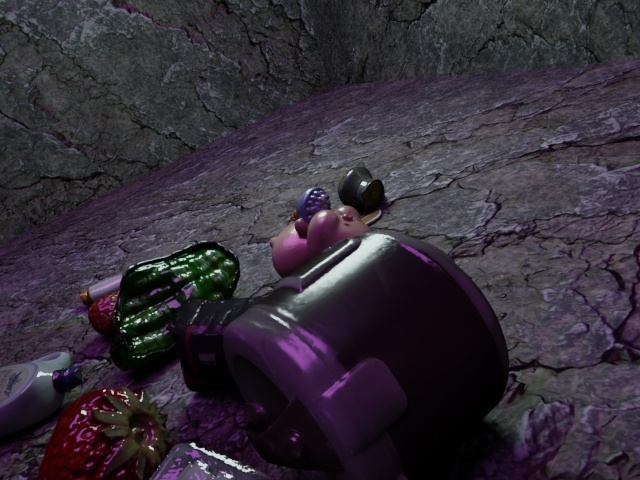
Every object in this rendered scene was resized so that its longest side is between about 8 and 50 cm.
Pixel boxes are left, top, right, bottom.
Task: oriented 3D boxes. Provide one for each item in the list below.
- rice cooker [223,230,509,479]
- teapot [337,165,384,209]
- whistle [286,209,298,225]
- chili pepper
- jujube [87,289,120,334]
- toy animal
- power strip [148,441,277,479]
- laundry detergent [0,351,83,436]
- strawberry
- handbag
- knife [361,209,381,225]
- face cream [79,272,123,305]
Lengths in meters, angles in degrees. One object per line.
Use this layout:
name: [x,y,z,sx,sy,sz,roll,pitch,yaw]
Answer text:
rice cooker: [0.044,0.179,0.714,0.325,0.335,0.335,-34,28,-25]
teapot: [0.132,-0.153,1.566,0.165,0.130,0.119,0,22,-46]
whistle: [-0.071,-0.065,1.628,0.046,0.057,0.109,21,4,-19]
chili pepper: [-0.362,0.143,1.250,0.385,0.213,0.167,-41,-10,-45]
jujube: [-0.516,0.182,1.368,0.176,0.109,0.112,-24,61,-28]
toy animal: [0.003,0.021,1.220,0.221,0.229,0.210,-53,-11,25]
power strip: [-0.172,0.374,0.705,0.198,0.064,0.213,12,36,18]
laundry detergent: [-0.658,0.331,1.159,0.280,0.105,0.215,-22,23,0]
strawberry: [-0.366,0.360,0.845,0.244,0.205,0.205,-37,20,18]
handbag: [-0.172,0.203,0.991,0.215,0.169,0.155,-5,26,23]
knife: [0.077,-0.027,1.447,0.256,0.022,0.046,-31,23,-23]
face cream: [-0.641,0.142,1.591,0.182,0.051,0.072,-24,26,-11]
